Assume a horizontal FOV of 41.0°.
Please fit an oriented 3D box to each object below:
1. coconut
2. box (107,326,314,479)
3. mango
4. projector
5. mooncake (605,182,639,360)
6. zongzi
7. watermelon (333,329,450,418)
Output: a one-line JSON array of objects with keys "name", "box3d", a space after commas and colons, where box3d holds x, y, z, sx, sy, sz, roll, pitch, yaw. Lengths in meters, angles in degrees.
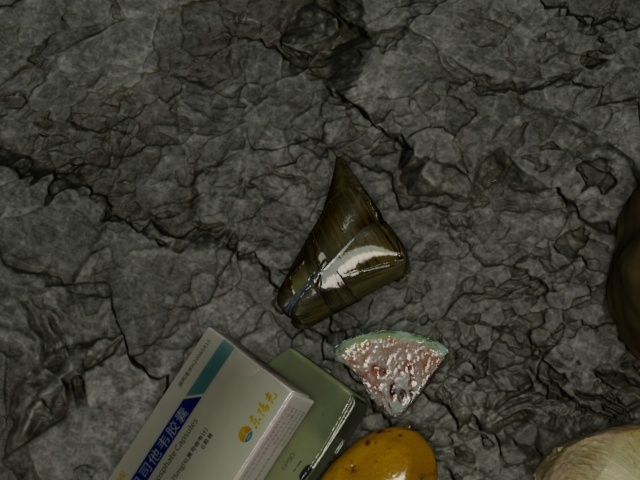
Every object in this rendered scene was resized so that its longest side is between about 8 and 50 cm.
[{"name": "coconut", "box3d": [0.452, 0.400, 1.203, 0.297, 0.254, 0.297, 0, 79, 1]}, {"name": "box", "box3d": [-0.182, 0.323, 1.264, 0.200, 0.065, 0.343, 31, 87, 37]}, {"name": "mango", "box3d": [0.078, 0.381, 1.295, 0.227, 0.109, 0.147, -40, 82, -5]}, {"name": "projector", "box3d": [-0.071, 0.307, 1.308, 0.194, 0.088, 0.269, 32, 83, 33]}, {"name": "mooncake", "box3d": [0.673, 0.050, 1.269, 0.467, 0.262, 0.466, 0, 75, 2]}, {"name": "zongzi", "box3d": [0.000, 0.000, 1.385, 0.221, 0.112, 0.242, -30, 71, -4]}, {"name": "watermelon", "box3d": [0.108, 0.211, 1.356, 0.187, 0.071, 0.139, 3, 85, -5]}]
